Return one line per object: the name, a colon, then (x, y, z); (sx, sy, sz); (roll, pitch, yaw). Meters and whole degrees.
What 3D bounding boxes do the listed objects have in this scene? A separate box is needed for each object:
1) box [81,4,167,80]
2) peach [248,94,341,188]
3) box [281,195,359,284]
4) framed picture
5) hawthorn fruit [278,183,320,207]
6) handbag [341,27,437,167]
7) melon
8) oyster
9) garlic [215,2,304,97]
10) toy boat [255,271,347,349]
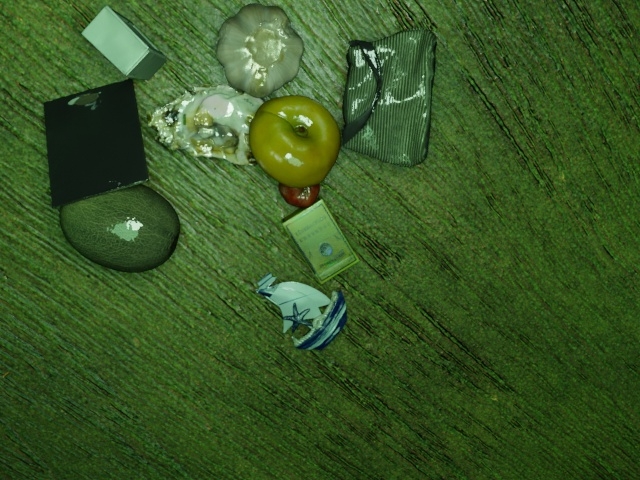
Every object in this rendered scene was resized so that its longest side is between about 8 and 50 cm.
box: (-0.464, -0.470, 1.250); (0.086, 0.225, 0.129); (-44, 105, 6)
peach: (-0.066, -0.259, 1.332); (0.250, 0.153, 0.252); (7, 62, -15)
box: (0.000, 0.000, 1.508); (0.140, 0.064, 0.220); (-31, 107, 2)
framed picture: (-0.573, -0.254, 1.305); (0.243, 0.013, 0.324); (-16, 67, -2)
hawthorn fruit: (-0.060, -0.150, 1.431); (0.127, 0.128, 0.128); (-1, 105, -5)
handbag: (0.176, -0.371, 1.346); (0.239, 0.247, 0.341); (4, 107, 5)
melon: (-0.526, -0.042, 1.354); (0.301, 0.237, 0.238); (20, 102, -6)
oyster: (-0.281, -0.318, 1.371); (0.354, 0.107, 0.201); (6, 104, -32)
garlic: (-0.158, -0.482, 1.317); (0.227, 0.152, 0.228); (-1, 97, -9)
toy boat: (-0.065, 0.225, 1.563); (0.291, 0.070, 0.210); (14, 98, -6)
